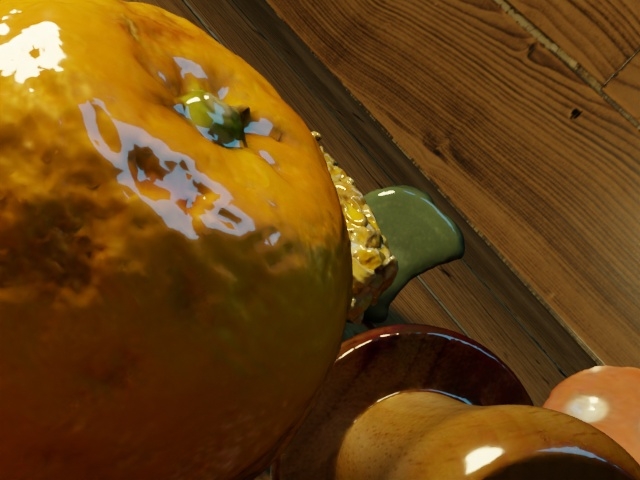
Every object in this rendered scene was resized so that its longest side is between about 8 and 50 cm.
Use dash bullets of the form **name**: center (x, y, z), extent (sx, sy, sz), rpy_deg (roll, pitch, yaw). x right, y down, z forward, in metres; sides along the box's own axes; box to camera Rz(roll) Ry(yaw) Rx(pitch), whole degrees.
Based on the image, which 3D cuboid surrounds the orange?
- **orange**: center (-0.115, 0.012, 0.457), extent (0.261, 0.261, 0.261), rpy_deg (41, 13, -12)

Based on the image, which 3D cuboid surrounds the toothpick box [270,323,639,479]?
- **toothpick box**: center (0.076, 0.153, 0.581), extent (0.192, 0.192, 0.294), rpy_deg (42, -6, -8)

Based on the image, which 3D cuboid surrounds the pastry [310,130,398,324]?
- **pastry**: center (0.000, 0.000, 1.095), extent (0.102, 0.154, 0.250), rpy_deg (1, 43, -29)

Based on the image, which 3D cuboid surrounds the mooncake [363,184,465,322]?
- **mooncake**: center (0.094, 0.016, 1.222), extent (0.104, 0.175, 0.168), rpy_deg (8, 75, -78)

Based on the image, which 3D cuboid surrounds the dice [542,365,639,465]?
- **dice**: center (0.327, 0.249, 1.023), extent (0.179, 0.175, 0.174), rpy_deg (8, -55, 38)
